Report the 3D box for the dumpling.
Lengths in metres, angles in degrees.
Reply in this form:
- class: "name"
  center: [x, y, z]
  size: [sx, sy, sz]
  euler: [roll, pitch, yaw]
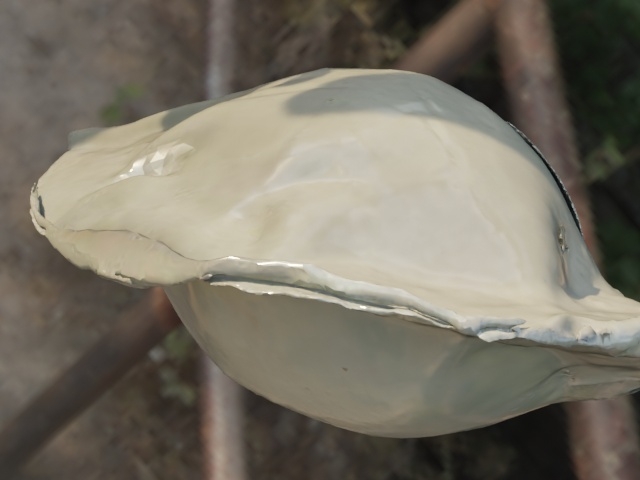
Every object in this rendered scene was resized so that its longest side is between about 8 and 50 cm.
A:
- class: "dumpling"
  center: [-0.002, -0.002, 0.924]
  size: [0.260, 0.181, 0.341]
  euler: [5, 36, -48]
